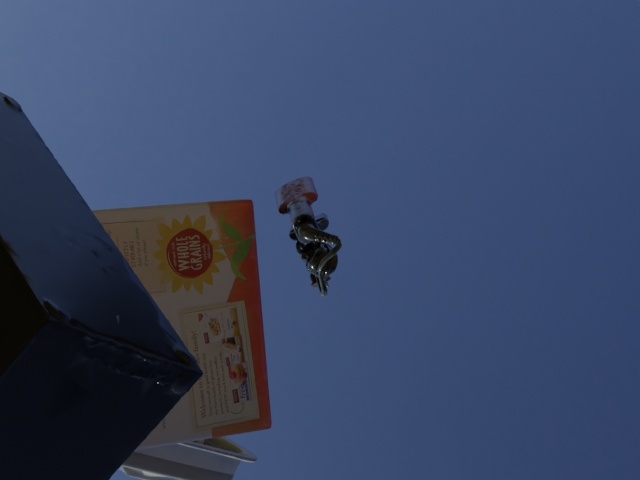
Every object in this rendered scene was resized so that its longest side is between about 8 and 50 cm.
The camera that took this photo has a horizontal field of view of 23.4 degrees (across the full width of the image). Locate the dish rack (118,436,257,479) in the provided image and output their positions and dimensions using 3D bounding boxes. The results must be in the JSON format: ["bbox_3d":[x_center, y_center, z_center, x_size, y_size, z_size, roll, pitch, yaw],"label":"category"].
[{"bbox_3d":[-0.257,0.174,1.605,0.333,0.285,0.072,22,-92,41],"label":"dish rack"}]

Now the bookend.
[{"bbox_3d":[-0.145,0.041,0.521,0.157,0.072,0.156,-49,-128,11],"label":"bookend"}]

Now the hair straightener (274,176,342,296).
[{"bbox_3d":[0.000,0.000,1.402,0.047,0.089,0.230,-24,-168,-4],"label":"hair straightener"}]

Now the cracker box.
[{"bbox_3d":[-0.153,0.058,0.996,0.232,0.155,0.067,-5,-179,-29],"label":"cracker box"}]
